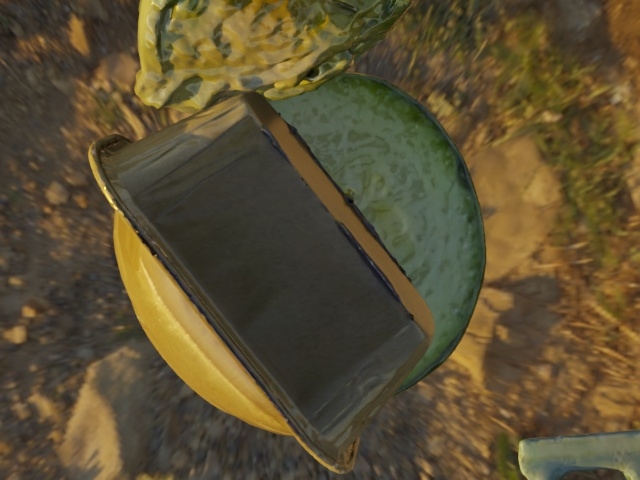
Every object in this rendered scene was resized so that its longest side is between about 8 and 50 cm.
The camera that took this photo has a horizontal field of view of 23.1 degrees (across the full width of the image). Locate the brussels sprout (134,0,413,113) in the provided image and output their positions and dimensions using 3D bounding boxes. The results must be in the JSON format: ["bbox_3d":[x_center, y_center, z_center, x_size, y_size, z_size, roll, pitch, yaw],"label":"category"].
[{"bbox_3d":[-0.031,-0.145,0.847,0.181,0.139,0.101,-33,51,30],"label":"brussels sprout"}]

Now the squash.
[{"bbox_3d":[0.000,0.000,1.139,0.252,0.049,0.252,-2,94,-21],"label":"squash"}]

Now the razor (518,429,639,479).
[{"bbox_3d":[0.084,0.009,0.248,0.106,0.232,0.068,-6,53,4],"label":"razor"}]

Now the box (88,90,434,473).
[{"bbox_3d":[-0.028,0.017,0.675,0.111,0.111,0.177,-39,94,-3],"label":"box"}]
